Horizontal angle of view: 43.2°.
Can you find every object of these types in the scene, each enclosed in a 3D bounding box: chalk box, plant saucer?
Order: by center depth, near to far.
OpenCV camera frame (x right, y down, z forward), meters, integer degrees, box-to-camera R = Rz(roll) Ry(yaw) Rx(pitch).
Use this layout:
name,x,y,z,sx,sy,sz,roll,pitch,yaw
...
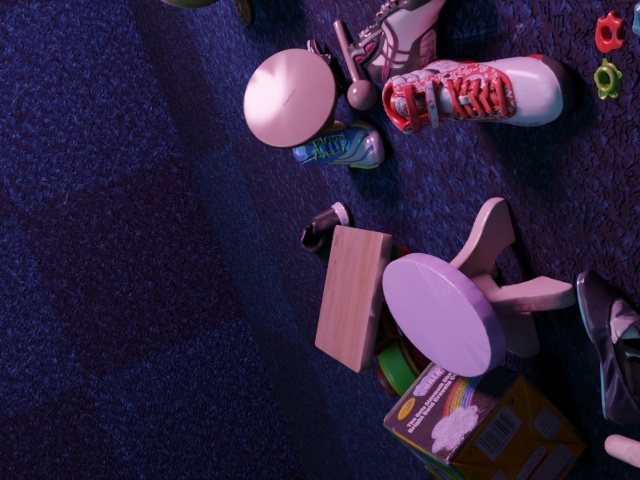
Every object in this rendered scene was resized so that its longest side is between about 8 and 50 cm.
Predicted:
name,x,y,z,sx,sy,sz,roll,pitch,yaw
chalk box,0.240,0.300,1.293,0.179,0.180,0.289,46,169,-16
plant saucer,-0.174,-0.531,1.831,0.083,0.013,0.084,55,159,33

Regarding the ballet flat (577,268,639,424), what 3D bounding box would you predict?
name,x,y,z,sx,sy,sz,roll,pitch,yaw
ballet flat,0.372,0.130,0.995,0.074,0.074,0.203,-175,70,-70

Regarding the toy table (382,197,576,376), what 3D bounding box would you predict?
name,x,y,z,sx,sy,sz,roll,pitch,yaw
toy table,0.226,0.080,1.183,0.274,0.160,0.252,37,145,56

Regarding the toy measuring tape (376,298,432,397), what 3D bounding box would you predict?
name,x,y,z,sx,sy,sz,roll,pitch,yaw
toy measuring tape,0.145,0.208,1.638,0.121,0.121,0.330,96,152,-55

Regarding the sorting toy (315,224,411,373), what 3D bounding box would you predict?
name,x,y,z,sx,sy,sz,roll,pitch,yaw
sorting toy,0.090,0.110,1.582,0.255,0.089,0.257,-166,86,-71

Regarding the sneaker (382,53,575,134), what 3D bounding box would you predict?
name,x,y,z,sx,sy,sz,roll,pitch,yaw
sneaker,0.184,-0.176,1.024,0.270,0.144,0.090,31,140,61

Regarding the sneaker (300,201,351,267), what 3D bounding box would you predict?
name,x,y,z,sx,sy,sz,roll,pitch,yaw
sneaker,0.000,0.000,1.813,0.078,0.106,0.234,61,161,23

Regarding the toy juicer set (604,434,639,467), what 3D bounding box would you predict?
name,x,y,z,sx,sy,sz,roll,pitch,yaw
toy juicer set,0.451,0.339,0.989,0.329,0.089,0.209,64,176,-15

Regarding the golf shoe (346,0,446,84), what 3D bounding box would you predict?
name,x,y,z,sx,sy,sz,roll,pitch,yaw
golf shoe,0.135,-0.293,1.146,0.120,0.105,0.273,50,166,-3

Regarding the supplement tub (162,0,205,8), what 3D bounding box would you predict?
name,x,y,z,sx,sy,sz,roll,pitch,yaw
supplement tub,-0.249,-0.595,1.608,0.331,0.240,0.241,19,129,66

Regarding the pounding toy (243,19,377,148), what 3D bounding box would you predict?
name,x,y,z,sx,sy,sz,roll,pitch,yaw
pounding toy,-0.014,-0.257,1.469,0.110,0.236,0.183,22,-136,-65

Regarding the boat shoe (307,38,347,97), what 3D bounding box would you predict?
name,x,y,z,sx,sy,sz,roll,pitch,yaw
boat shoe,0.013,-0.324,1.508,0.046,0.038,0.125,4,-118,-63

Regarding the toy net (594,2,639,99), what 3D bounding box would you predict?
name,x,y,z,sx,sy,sz,roll,pitch,yaw
toy net,0.321,-0.223,0.755,0.122,0.045,0.232,51,154,46

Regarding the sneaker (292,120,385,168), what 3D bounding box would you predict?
name,x,y,z,sx,sy,sz,roll,pitch,yaw
sneaker,0.024,-0.167,1.517,0.240,0.126,0.091,22,132,66
